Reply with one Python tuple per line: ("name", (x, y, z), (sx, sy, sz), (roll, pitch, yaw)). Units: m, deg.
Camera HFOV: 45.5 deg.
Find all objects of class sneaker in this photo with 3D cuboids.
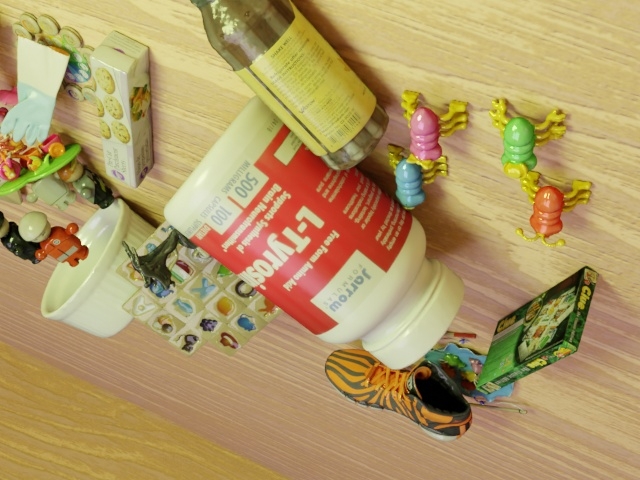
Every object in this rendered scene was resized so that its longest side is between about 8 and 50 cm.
("sneaker", (0.157, 0.277, 1.520), (0.321, 0.124, 0.180), (20, 154, 15))

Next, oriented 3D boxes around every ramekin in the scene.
("ramekin", (-0.433, 0.063, 1.559), (0.135, 0.277, 0.277), (35, 151, -28))

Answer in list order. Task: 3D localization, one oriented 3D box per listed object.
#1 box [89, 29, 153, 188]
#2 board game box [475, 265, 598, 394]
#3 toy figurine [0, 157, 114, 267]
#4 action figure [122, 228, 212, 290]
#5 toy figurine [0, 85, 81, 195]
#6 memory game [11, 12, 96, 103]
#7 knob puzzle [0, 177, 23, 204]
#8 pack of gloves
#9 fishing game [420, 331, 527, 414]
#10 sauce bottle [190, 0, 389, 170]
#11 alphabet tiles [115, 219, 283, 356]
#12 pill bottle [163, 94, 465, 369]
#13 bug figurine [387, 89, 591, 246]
("box", (-0.318, -0.201, 1.245), (0.067, 0.063, 0.324), (28, 151, 3))
("board game box", (0.326, 0.144, 1.170), (0.030, 0.136, 0.259), (27, 152, -4))
("toy figurine", (-0.538, -0.063, 1.499), (0.213, 0.209, 0.148), (4, 152, 37))
("action figure", (-0.182, -0.028, 1.254), (0.141, 0.276, 0.164), (66, 163, -12))
("toy figurine", (-0.551, -0.193, 1.384), (0.130, 0.173, 0.159), (18, 141, 52))
("memory game", (-0.420, -0.292, 1.241), (0.186, 0.012, 0.186), (21, 150, 13))
("knob puzzle", (-0.746, -0.153, 1.719), (0.213, 0.030, 0.213), (21, 149, 13))
("pack of gloves", (-0.529, -0.267, 1.262), (0.195, 0.046, 0.232), (22, 133, -15))
("fishing game", (0.282, 0.265, 1.493), (0.189, 0.041, 0.264), (1, 138, 41))
("sauce bottle", (-0.057, -0.234, 0.924), (0.111, 0.111, 0.344), (-11, 133, 48))
("alphabet tiles", (-0.200, 0.072, 1.424), (0.285, 0.011, 0.342), (40, 112, -21))
("pill bottle", (0.000, 0.000, 1.103), (0.408, 0.229, 0.229), (38, 150, -10))
("bug figurine", (0.196, -0.089, 0.976), (0.279, 0.072, 0.216), (14, 147, 25))
